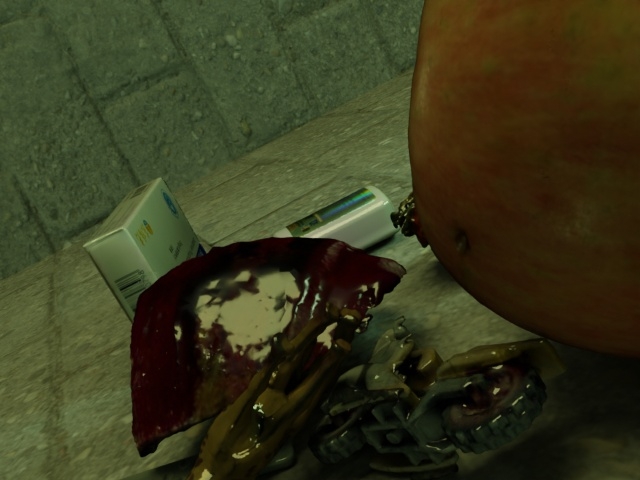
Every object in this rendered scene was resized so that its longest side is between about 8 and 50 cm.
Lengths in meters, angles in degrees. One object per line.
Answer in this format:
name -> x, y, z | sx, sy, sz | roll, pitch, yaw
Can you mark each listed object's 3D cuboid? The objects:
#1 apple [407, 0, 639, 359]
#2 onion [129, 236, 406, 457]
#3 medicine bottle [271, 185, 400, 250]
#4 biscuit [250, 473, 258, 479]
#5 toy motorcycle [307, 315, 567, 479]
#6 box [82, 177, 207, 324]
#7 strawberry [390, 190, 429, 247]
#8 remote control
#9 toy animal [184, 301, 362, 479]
apple -> 0.255, -0.111, 0.511 | 0.347, 0.391, 0.391 | 7, 28, 19
onion -> -0.059, 0.057, 0.749 | 0.280, 0.146, 0.314 | -31, 2, 13
medicine bottle -> 0.000, 0.000, 1.059 | 0.219, 0.078, 0.115 | -27, 17, -6
biscuit -> -0.071, 0.213, 0.552 | 0.048, 0.026, 0.292 | -14, 23, 14
toy motorcycle -> 0.080, 0.108, 0.551 | 0.130, 0.094, 0.229 | -40, 9, -37
box -> -0.234, 0.033, 1.089 | 0.065, 0.200, 0.343 | -27, 16, 3
strawberry -> 0.205, -0.034, 0.839 | 0.236, 0.106, 0.175 | -25, -21, 0
remote control -> -0.108, 0.211, 0.652 | 0.184, 0.027, 0.050 | -20, 23, 4
toy animal -> -0.066, 0.152, 0.528 | 0.275, 0.054, 0.149 | -48, -10, -3
